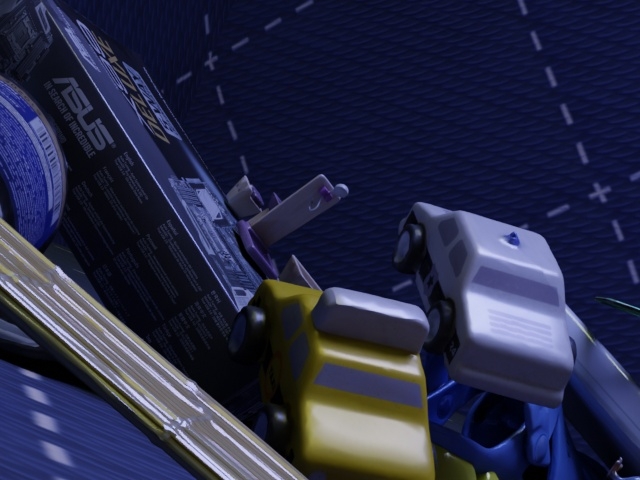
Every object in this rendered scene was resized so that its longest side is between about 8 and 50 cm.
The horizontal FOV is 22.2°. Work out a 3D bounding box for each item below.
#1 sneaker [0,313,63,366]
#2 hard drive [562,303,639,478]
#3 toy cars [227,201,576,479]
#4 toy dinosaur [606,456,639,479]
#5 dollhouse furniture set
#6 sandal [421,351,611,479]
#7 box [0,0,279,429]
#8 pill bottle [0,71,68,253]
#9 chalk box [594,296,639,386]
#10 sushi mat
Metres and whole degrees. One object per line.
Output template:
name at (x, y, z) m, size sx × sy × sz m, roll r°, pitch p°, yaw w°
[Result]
sneaker at (-0.218, -0.009, 1.051) m, size 0.228 × 0.132 × 0.086 m, roll 21°, pitch -2°, yaw 29°
hard drive at (0.231, 0.140, 1.285) m, size 0.307 × 0.040 × 0.203 m, roll 52°, pitch -3°, yaw 42°
toy cars at (0.067, 0.045, 0.998) m, size 0.176 × 0.087 × 0.393 m, roll 35°, pitch 28°, yaw 17°
toy dinosaur at (0.221, 0.181, 1.061) m, size 0.082 × 0.047 × 0.090 m, roll 33°, pitch 37°, yaw 28°
dollhouse furniture set at (0.000, 0.000, 1.193) m, size 0.114 × 0.081 × 0.091 m, roll 52°, pitch 7°, yaw -32°
sandal at (0.147, 0.146, 1.202) m, size 0.126 × 0.138 × 0.317 m, roll 18°, pitch -5°, yaw 30°
box at (-0.114, -0.014, 1.127) m, size 0.307 × 0.076 × 0.242 m, roll 57°, pitch 6°, yaw 12°
pill bottle at (-0.185, -0.010, 0.708) m, size 0.122 × 0.123 × 0.219 m, roll 22°, pitch 11°, yaw -4°
chalk box at (0.311, 0.068, 1.203) m, size 0.213 × 0.132 × 0.132 m, roll 5°, pitch 1°, yaw 0°
sushi mat at (-0.046, 0.057, 0.526) m, size 0.316 × 0.019 × 0.151 m, roll 40°, pitch -3°, yaw 1°
